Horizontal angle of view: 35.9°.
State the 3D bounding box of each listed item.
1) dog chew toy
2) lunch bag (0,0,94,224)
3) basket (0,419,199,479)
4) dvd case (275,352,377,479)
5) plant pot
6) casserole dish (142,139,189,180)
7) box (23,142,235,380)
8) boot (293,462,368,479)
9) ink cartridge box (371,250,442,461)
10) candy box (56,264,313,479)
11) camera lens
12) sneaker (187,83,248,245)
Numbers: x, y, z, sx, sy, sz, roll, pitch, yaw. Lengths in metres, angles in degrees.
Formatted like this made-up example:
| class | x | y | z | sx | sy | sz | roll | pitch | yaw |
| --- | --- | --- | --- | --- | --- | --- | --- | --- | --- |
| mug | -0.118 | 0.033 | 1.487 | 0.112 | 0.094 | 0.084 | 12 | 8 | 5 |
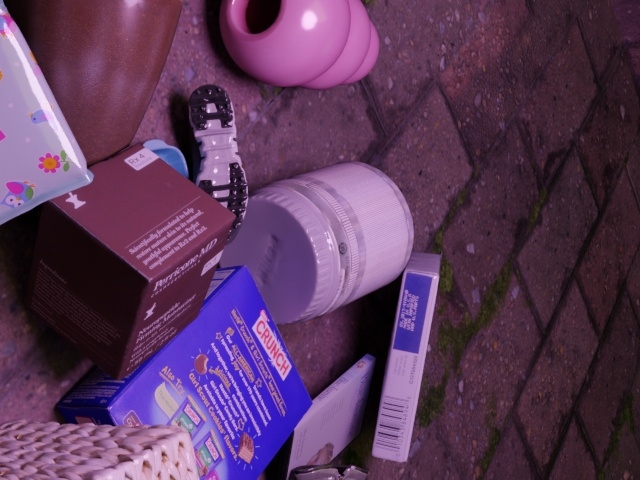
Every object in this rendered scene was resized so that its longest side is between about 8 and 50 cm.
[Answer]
| class | x | y | z | sx | sy | sz | roll | pitch | yaw |
| --- | --- | --- | --- | --- | --- | --- | --- | --- | --- |
| dog chew toy | -0.013 | -0.337 | 1.593 | 0.332 | 0.207 | 0.206 | 5 | 83 | -60 |
| lunch bag | -0.413 | -0.112 | 1.058 | 0.262 | 0.160 | 0.223 | -26 | 114 | -11 |
| basket | -0.306 | 0.377 | 1.058 | 0.266 | 0.328 | 0.331 | -24 | 106 | -55 |
| dvd case | 0.009 | 0.315 | 1.643 | 0.253 | 0.022 | 0.180 | -33 | 140 | -48 |
| plant pot | -0.293 | -0.202 | 1.230 | 0.215 | 0.215 | 0.230 | 0 | 102 | -52 |
| casserole dish | -0.233 | -0.049 | 1.410 | 0.114 | 0.037 | 0.188 | -19 | 103 | -51 |
| box | -0.239 | 0.026 | 1.221 | 0.168 | 0.167 | 0.203 | -40 | 163 | -45 |
| boot | -0.036 | 0.432 | 1.551 | 0.246 | 0.083 | 0.161 | 0 | 88 | -31 |
| ink cartridge box | 0.159 | 0.189 | 1.770 | 0.330 | 0.071 | 0.324 | -42 | 141 | -81 |
| candy box | -0.175 | 0.232 | 1.395 | 0.317 | 0.122 | 0.268 | -47 | 122 | -42 |
| camera lens | 0.000 | 0.000 | 1.556 | 0.274 | 0.219 | 0.219 | -22 | 104 | -51 |
| sneaker | -0.154 | -0.105 | 1.459 | 0.078 | 0.106 | 0.234 | -6 | 85 | -10 |
